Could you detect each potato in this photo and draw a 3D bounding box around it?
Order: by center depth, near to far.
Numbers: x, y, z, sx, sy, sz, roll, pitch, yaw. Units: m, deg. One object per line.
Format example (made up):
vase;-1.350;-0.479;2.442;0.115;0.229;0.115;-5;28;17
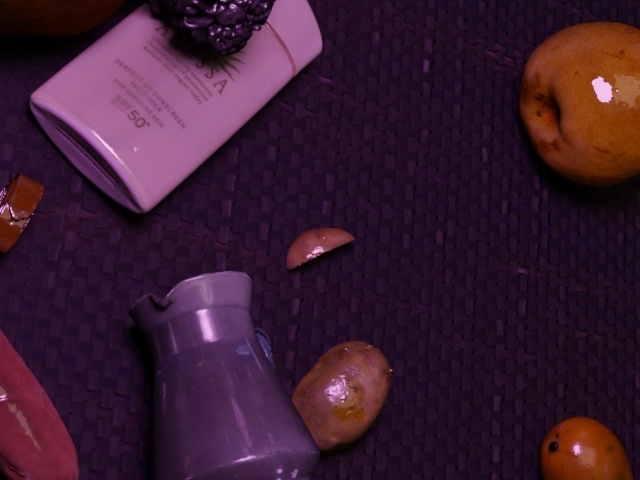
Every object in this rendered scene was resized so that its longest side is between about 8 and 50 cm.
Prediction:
potato;0.025;0.168;1.457;0.091;0.070;0.138;46;59;-10
potato;0.000;0.000;1.513;0.093;0.037;0.036;-24;84;-32

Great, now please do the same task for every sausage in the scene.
sausage;-0.362;0.064;1.260;0.088;0.088;0.433;-36;95;-32

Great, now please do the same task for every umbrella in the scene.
umbrella;-0.123;-0.351;1.425;0.128;0.154;0.336;27;45;-43

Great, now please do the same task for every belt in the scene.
belt;-0.308;-0.028;1.332;0.036;0.059;0.083;32;63;-19

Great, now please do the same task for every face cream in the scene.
face cream;-0.139;-0.191;1.461;0.173;0.081;0.348;45;59;-1

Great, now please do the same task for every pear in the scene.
pear;0.357;-0.171;1.673;0.209;0.209;0.209;9;71;-27

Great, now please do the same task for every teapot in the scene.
teapot;-0.095;0.159;1.348;0.203;0.171;0.225;17;54;-60

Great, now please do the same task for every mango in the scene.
mango;0.321;0.285;1.581;0.111;0.089;0.163;-27;98;-34

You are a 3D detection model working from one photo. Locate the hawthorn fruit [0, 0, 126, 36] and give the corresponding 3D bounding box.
hawthorn fruit;-0.276;-0.339;1.301;0.268;0.301;0.267;5;76;-22
